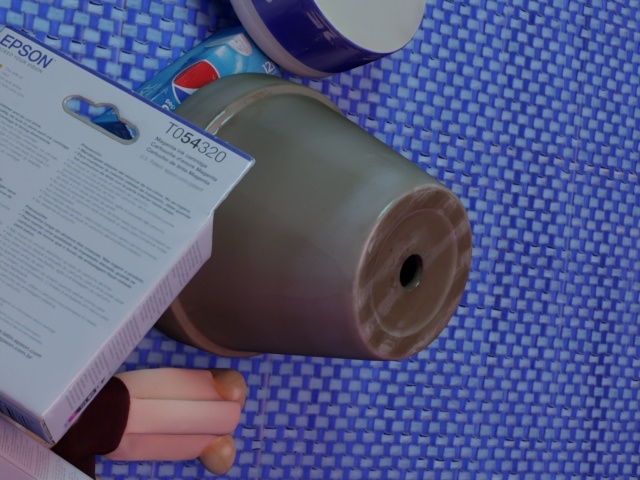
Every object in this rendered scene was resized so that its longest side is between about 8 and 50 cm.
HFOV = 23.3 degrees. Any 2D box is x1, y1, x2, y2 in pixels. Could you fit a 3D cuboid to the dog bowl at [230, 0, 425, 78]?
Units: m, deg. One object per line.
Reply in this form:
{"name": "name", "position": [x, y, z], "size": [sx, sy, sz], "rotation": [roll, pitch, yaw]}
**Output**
{"name": "dog bowl", "position": [0.005, -0.325, 1.774], "size": [0.265, 0.104, 0.265], "rotation": [19, 65, -47]}

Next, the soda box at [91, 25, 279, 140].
{"name": "soda box", "position": [-0.148, -0.160, 1.724], "size": [0.210, 0.071, 0.067], "rotation": [-42, 116, -30]}

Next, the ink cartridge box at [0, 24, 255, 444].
{"name": "ink cartridge box", "position": [-0.281, -0.017, 1.488], "size": [0.330, 0.324, 0.071], "rotation": [-51, 158, -25]}

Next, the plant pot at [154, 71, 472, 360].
{"name": "plant pot", "position": [0.000, 0.000, 1.670], "size": [0.323, 0.280, 0.323], "rotation": [-21, 119, -43]}

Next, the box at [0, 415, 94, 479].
{"name": "box", "position": [-0.313, 0.303, 1.524], "size": [0.322, 0.232, 0.058], "rotation": [42, 24, -30]}

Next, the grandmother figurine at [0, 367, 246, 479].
{"name": "grandmother figurine", "position": [-0.220, 0.180, 1.619], "size": [0.342, 0.104, 0.208], "rotation": [4, 89, -51]}
